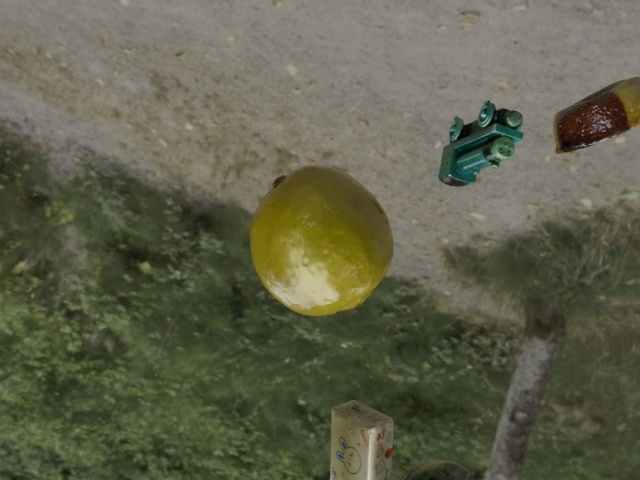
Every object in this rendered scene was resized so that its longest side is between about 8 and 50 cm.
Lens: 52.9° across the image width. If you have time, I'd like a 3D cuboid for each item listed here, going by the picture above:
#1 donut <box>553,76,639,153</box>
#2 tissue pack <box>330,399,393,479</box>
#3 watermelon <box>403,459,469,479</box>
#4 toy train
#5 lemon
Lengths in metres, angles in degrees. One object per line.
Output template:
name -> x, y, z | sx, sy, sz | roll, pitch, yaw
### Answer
donut -> 0.447, -0.199, 1.022 | 0.166, 0.073, 0.184 | -25, -176, 11
tissue pack -> 0.094, 0.494, 1.504 | 0.092, 0.196, 0.148 | -9, -167, -39
watermelon -> 0.248, 0.610, 1.520 | 0.127, 0.232, 0.204 | 36, 159, 15
toy train -> 0.447, -0.264, 1.800 | 0.120, 0.194, 0.298 | 15, 170, -16
lemon -> 0.000, 0.000, 1.456 | 0.348, 0.347, 0.348 | 16, 169, 3
